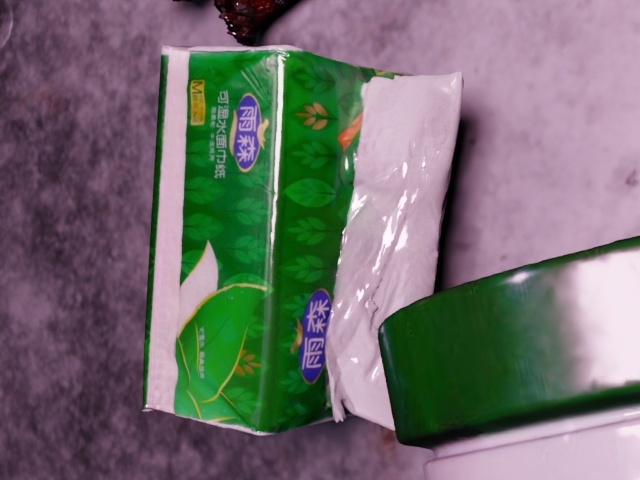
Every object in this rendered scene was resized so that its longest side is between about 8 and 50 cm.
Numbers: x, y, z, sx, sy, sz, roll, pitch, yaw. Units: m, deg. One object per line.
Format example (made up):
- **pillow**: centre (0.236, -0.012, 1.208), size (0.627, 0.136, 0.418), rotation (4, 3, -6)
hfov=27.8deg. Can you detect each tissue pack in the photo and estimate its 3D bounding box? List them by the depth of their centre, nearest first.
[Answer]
- **tissue pack**: centre (0.000, -0.001, 0.739), size (0.156, 0.148, 0.209), rotation (6, 92, 36)

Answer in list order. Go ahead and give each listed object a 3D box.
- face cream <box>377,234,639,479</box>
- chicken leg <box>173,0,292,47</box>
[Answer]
- **face cream**: centre (0.153, 0.182, 0.464), size (0.312, 0.219, 0.357), rotation (-19, 77, 38)
- **chicken leg**: centre (-0.013, -0.195, 0.802), size (0.234, 0.063, 0.105), rotation (-26, 80, 32)
